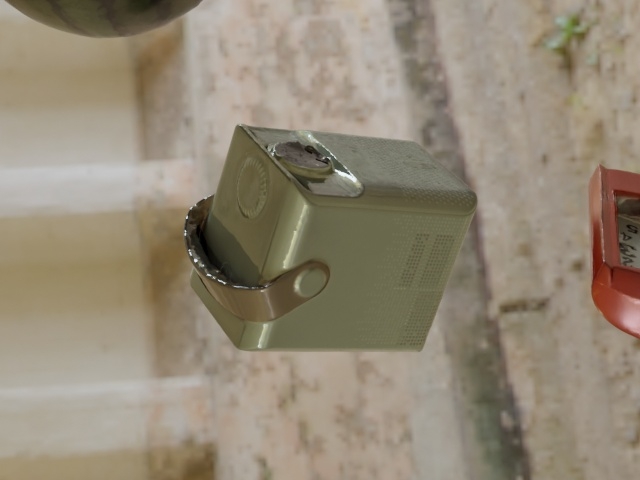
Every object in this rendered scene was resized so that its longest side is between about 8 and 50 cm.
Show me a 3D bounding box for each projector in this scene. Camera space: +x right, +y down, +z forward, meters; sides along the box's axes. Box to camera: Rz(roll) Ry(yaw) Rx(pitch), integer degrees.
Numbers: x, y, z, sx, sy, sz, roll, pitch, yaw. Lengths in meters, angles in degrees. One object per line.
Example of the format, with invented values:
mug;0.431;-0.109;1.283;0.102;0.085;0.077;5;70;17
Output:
projector;0.000;0.000;1.418;0.163;0.243;0.177;48;128;50

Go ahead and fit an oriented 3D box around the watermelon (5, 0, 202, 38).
watermelon;-0.209;-0.345;1.330;0.279;0.279;0.359;-100;-12;-50

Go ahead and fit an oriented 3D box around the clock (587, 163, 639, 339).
clock;0.243;0.017;1.094;0.155;0.113;0.061;-75;5;-61
